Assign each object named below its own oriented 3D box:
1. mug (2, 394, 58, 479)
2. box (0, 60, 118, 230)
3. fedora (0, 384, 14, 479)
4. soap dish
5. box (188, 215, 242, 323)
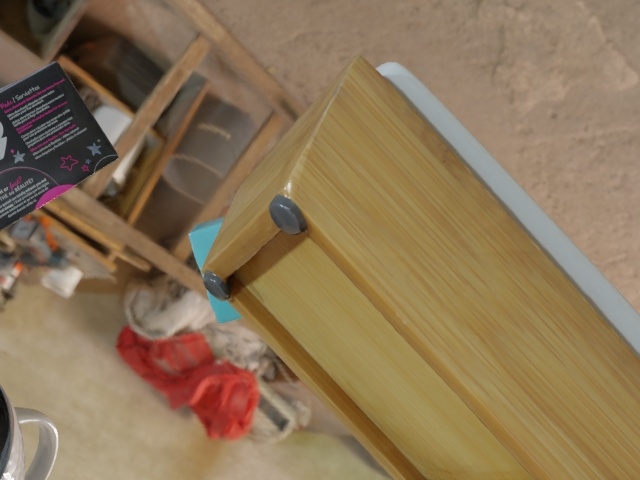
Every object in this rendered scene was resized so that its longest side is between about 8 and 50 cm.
[{"bbox_3d":[-0.597,0.398,1.531,0.276,0.328,0.374,24,-166,30],"label":"mug"},{"bbox_3d":[-0.403,-0.091,1.117,0.142,0.247,0.163,60,155,-13],"label":"box"},{"bbox_3d":[-0.547,0.285,1.231,0.244,0.275,0.124,21,161,34],"label":"fedora"},{"bbox_3d":[0.062,0.051,0.579,0.291,0.118,0.229,47,154,-3],"label":"soap dish"},{"bbox_3d":[0.000,0.000,0.926,0.060,0.244,0.100,-92,-15,-80],"label":"box"}]
